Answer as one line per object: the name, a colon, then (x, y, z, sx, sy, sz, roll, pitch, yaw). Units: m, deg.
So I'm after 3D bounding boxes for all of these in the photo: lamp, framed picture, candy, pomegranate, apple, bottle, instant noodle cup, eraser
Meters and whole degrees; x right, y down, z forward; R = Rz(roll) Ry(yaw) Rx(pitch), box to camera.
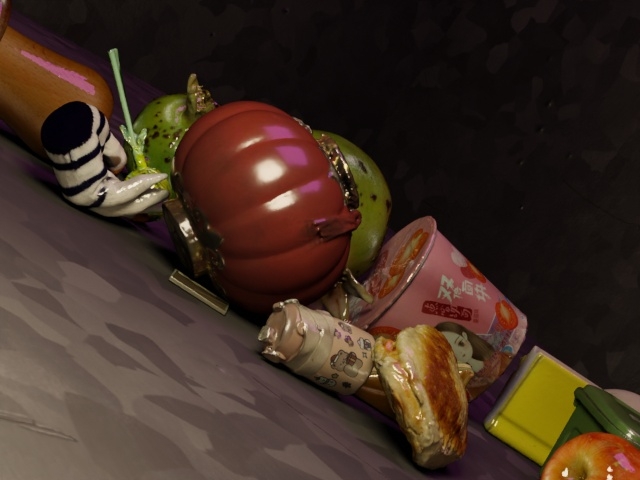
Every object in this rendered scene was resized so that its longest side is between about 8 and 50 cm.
lamp: (-0.081, -0.045, 1.910, 0.303, 0.257, 0.303, 61, -13, 25)
framed picture: (-0.162, 0.069, 1.851, 0.089, 0.006, 0.066, 33, 6, -5)
candy: (-0.278, -0.155, 2.043, 0.077, 0.262, 0.073, -10, 9, 13)
pomegranate: (-0.218, -0.165, 2.315, 0.211, 0.263, 0.211, 15, 49, -18)
apple: (0.373, 0.339, 1.820, 0.139, 0.163, 0.163, 41, 2, -30)
bottle: (-0.011, 0.130, 1.764, 0.152, 0.099, 0.099, 27, 9, -25)
pomegranate: (-0.023, -0.034, 2.177, 0.291, 0.290, 0.323, 31, 16, -20)
instant noodle cup: (0.184, 0.124, 2.204, 0.231, 0.243, 0.243, 39, 5, -12)
eraser: (0.392, 0.292, 2.222, 0.226, 0.158, 0.069, 34, 8, -3)

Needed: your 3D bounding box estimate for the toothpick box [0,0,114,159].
toothpick box: (-0.452, -0.242, 1.997, 0.294, 0.192, 0.192, 36, 4, -36)

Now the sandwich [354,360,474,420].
sandwich: (0.112, 0.180, 1.888, 0.163, 0.113, 0.079, 32, 7, -5)

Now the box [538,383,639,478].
box: (0.490, 0.378, 2.027, 0.329, 0.177, 0.253, 34, 8, -9)

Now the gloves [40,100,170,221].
gloves: (-0.303, -0.088, 1.924, 0.140, 0.131, 0.218, 34, -25, 39)

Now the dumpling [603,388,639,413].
dumpling: (0.479, 0.344, 2.432, 0.227, 0.243, 0.175, 9, 59, -30)

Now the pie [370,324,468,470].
pie: (0.136, 0.197, 1.746, 0.205, 0.084, 0.178, 21, 47, -63)
